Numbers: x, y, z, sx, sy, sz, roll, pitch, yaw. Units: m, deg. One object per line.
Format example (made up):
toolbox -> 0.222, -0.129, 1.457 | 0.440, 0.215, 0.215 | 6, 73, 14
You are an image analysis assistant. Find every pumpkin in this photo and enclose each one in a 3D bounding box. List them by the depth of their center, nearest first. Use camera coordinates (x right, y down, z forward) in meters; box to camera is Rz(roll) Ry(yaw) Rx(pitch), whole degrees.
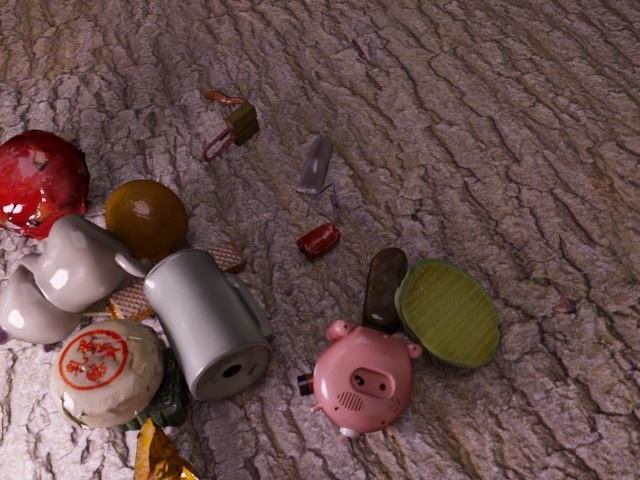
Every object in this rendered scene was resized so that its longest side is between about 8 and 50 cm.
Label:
pumpkin -> -0.290, 0.513, 1.310 | 0.190, 0.139, 0.280 | -6, 56, 4

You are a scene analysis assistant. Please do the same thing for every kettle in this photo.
kettle -> -0.249, 0.187, 1.484 | 0.265, 0.205, 0.318 | -22, 53, -24

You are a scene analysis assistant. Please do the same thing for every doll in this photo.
doll -> -0.626, 0.095, 1.525 | 0.370, 0.215, 0.226 | -37, 70, 3

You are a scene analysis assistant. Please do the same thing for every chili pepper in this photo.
chili pepper -> 0.000, 0.000, 1.714 | 0.123, 0.073, 0.070 | -33, 100, -16

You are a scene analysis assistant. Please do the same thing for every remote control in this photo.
remote control -> -0.014, -0.237, 1.902 | 0.073, 0.044, 0.229 | 11, 55, 8

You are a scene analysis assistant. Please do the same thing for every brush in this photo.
brush -> -0.292, -0.330, 1.955 | 0.047, 0.103, 0.233 | 31, 62, 27

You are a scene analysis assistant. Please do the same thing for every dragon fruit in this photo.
dragon fruit -> -0.805, -0.153, 1.751 | 0.296, 0.295, 0.301 | 12, 75, 13

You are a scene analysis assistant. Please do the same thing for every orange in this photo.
orange -> -0.475, -0.056, 1.691 | 0.236, 0.236, 0.236 | -2, 54, 2

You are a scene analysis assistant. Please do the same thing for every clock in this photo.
clock -> 0.098, 0.321, 1.392 | 0.227, 0.142, 0.241 | 20, 73, -8

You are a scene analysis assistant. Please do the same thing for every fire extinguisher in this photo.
fire extinguisher -> 0.034, 0.330, 1.479 | 0.177, 0.050, 0.062 | -13, 65, -5

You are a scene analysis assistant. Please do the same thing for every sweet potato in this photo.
sweet potato -> -0.322, -0.482, 2.108 | 0.179, 0.044, 0.044 | 16, 56, 17

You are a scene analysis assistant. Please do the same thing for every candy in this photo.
candy -> 0.165, 0.132, 1.583 | 0.102, 0.104, 0.234 | 7, 55, 3

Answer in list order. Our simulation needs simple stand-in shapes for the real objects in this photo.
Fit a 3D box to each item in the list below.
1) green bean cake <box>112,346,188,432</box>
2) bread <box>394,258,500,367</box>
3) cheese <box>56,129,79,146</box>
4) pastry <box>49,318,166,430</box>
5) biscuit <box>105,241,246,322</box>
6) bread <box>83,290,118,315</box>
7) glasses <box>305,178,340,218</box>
green bean cake -> -0.412, 0.348, 1.474 | 0.183, 0.094, 0.185 | -7, 49, 0
bread -> 0.317, 0.178, 1.522 | 0.301, 0.045, 0.301 | 13, 52, -17
cheese -> -0.960, -0.232, 1.969 | 0.400, 0.034, 0.085 | -37, 55, -22
pastry -> -0.472, 0.292, 1.382 | 0.265, 0.133, 0.264 | -1, 48, 1
biscuit -> -0.381, 0.113, 1.646 | 0.379, 0.054, 0.094 | -26, 60, -19
bread -> -0.575, 0.168, 1.651 | 0.154, 0.028, 0.068 | -2, 54, 1
glasses -> 0.001, -0.110, 1.797 | 0.104, 0.062, 0.140 | -7, 53, 0
